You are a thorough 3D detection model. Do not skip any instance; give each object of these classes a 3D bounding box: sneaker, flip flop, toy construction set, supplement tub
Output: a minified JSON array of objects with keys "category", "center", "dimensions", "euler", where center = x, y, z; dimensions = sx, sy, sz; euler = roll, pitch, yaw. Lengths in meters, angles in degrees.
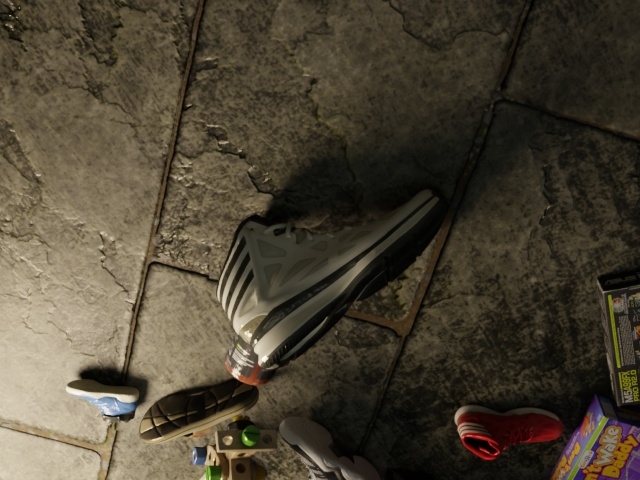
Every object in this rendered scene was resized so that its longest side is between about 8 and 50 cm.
[{"category":"sneaker","center":[0.000,0.000,1.568],"dimensions":[0.447,0.169,0.257],"euler":[-39,71,-7]},{"category":"flip flop","center":[-0.251,0.367,1.809],"dimensions":[0.277,0.112,0.080],"euler":[-20,127,7]},{"category":"sneaker","center":[0.386,0.402,1.754],"dimensions":[0.221,0.128,0.087],"euler":[1,115,4]},{"category":"sneaker","center":[-0.009,0.493,1.840],"dimensions":[0.269,0.101,0.153],"euler":[38,110,-16]},{"category":"toy construction set","center":[-0.130,0.494,1.722],"dimensions":[0.309,0.257,0.237],"euler":[27,131,-8]},{"category":"sneaker","center":[-0.462,0.345,1.829],"dimensions":[0.152,0.058,0.084],"euler":[8,107,-7]},{"category":"supplement tub","center":[-0.108,0.180,1.698],"dimensions":[0.106,0.106,0.197],"euler":[23,115,-7]}]

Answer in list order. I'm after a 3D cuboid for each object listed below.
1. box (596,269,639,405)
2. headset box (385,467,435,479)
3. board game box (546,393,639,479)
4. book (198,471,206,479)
[{"category":"box","center":[0.658,0.179,1.665],"dimensions":[0.216,0.060,0.270],"euler":[-12,114,10]},{"category":"headset box","center":[0.171,0.673,1.851],"dimensions":[0.110,0.218,0.293],"euler":[9,115,0]},{"category":"board game box","center":[0.614,0.508,1.816],"dimensions":[0.233,0.078,0.347],"euler":[17,116,-4]},{"category":"book","center":[-0.216,0.545,1.922],"dimensions":[0.096,0.035,0.144],"euler":[36,113,-15]}]
